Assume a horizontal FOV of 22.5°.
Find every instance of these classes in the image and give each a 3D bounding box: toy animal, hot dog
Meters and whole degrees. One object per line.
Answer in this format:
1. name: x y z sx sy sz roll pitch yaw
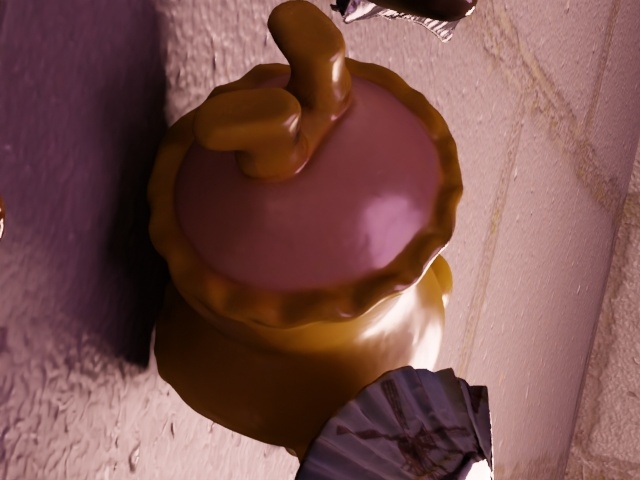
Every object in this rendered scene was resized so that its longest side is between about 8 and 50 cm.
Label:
1. toy animal: -0.002 0.004 0.709 0.230 0.156 0.156 74 32 -51
2. hot dog: 0.023 0.171 0.719 0.162 0.081 0.270 -53 152 -35

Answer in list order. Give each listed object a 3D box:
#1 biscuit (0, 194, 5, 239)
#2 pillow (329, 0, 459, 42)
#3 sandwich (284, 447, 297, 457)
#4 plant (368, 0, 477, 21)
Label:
1. biscuit: -0.142 0.014 0.428 0.215 0.034 0.182 66 38 -61
2. pillow: 0.064 -0.188 0.932 0.208 0.055 0.141 -13 121 -72
3. sandwich: -0.004 0.110 0.961 0.083 0.031 0.044 43 56 -68
4. plant: -0.040 -0.228 0.384 0.251 0.180 0.334 -105 -165 -77
